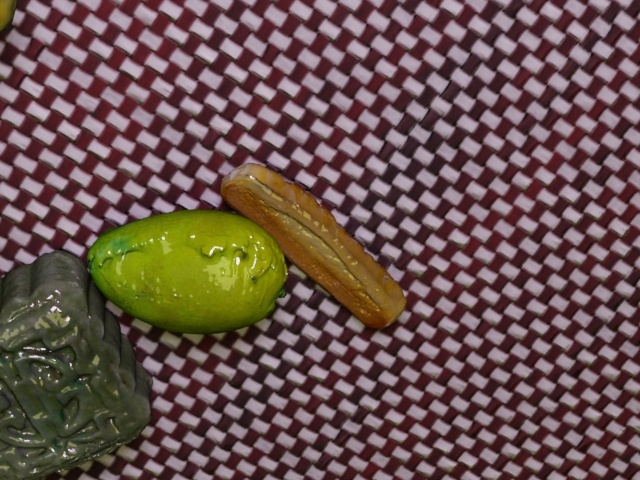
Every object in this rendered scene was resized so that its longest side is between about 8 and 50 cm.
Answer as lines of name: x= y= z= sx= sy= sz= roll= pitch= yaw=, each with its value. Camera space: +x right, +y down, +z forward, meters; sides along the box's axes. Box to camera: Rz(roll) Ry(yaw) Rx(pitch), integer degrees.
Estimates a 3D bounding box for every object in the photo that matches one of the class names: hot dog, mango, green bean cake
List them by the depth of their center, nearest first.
mango: x=-0.117 y=0.023 z=1.191 sx=0.179 sy=0.100 sz=0.119 roll=5 pitch=120 yaw=-2
green bean cake: x=-0.264 y=0.126 z=1.222 sx=0.183 sy=0.094 sz=0.185 roll=-25 pitch=117 yaw=2
hot dog: x=0.000 y=0.000 z=1.225 sx=0.216 sy=0.047 sz=0.066 roll=40 pitch=138 yaw=-19

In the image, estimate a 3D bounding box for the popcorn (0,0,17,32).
popcorn: x=-0.369 y=-0.236 z=0.953 sx=0.312 sy=0.312 sz=0.312 roll=-3 pitch=112 yaw=-6
